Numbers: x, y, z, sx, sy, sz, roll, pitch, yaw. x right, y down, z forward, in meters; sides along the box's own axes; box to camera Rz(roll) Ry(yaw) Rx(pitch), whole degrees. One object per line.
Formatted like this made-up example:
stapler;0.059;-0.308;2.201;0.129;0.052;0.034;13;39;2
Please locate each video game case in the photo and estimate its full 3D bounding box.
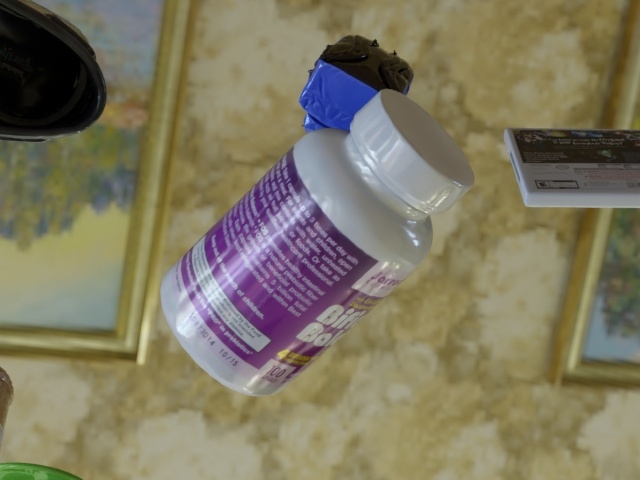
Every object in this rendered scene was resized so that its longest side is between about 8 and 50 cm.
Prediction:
video game case;0.322;-0.086;1.909;0.190;0.022;0.173;0;-150;-3

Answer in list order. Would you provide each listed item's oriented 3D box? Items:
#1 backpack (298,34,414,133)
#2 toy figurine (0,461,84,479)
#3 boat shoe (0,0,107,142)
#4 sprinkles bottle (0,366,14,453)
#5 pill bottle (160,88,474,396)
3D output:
backpack;0.033;-0.152;1.647;0.098;0.101;0.120;34;-150;-1
toy figurine;-0.279;0.327;1.629;0.173;0.159;0.130;17;146;-18
boat shoe;-0.426;-0.217;1.618;0.500;0.187;0.156;19;-171;-37
sprinkles bottle;-0.472;0.304;2.056;0.121;0.121;0.355;8;-142;-7
pill bottle;0.000;0.000;1.557;0.169;0.301;0.169;38;-157;-20
